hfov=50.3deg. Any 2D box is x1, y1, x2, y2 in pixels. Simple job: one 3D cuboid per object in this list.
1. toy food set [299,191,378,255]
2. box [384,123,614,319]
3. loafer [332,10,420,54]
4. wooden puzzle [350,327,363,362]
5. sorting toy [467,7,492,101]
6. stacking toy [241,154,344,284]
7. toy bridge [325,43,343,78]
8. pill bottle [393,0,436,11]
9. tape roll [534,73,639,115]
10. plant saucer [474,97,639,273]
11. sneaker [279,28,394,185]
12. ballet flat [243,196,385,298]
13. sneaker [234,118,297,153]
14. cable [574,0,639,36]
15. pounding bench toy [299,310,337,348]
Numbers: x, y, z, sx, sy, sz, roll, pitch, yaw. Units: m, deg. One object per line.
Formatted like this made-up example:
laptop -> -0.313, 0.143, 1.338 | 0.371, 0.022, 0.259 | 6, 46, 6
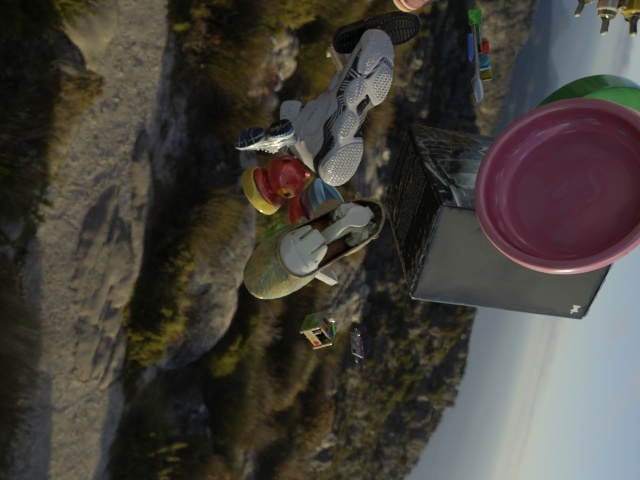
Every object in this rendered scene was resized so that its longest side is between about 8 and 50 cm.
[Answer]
toy food set -> 0.032, -0.026, 1.514 | 0.192, 0.038, 0.132 | -24, 94, -36
box -> 0.461, -0.062, 1.839 | 0.471, 0.480, 0.297 | -96, -164, -55
loafer -> 0.128, -0.506, 1.622 | 0.078, 0.220, 0.080 | -111, -168, -50
wooden puzzle -> 0.082, 0.234, 1.532 | 0.049, 0.006, 0.083 | 36, 43, -52
sorting toy -> 0.429, -0.488, 1.812 | 0.348, 0.047, 0.196 | 26, 64, -71
stacking toy -> -0.022, -0.053, 1.620 | 0.309, 0.130, 0.279 | 20, 47, -52
toy bridge -> 0.050, -0.435, 1.818 | 0.063, 0.026, 0.188 | 143, -66, -77
pill bottle -> 0.234, -0.566, 1.505 | 0.086, 0.152, 0.086 | -1, 91, -36
tape roll -> 0.599, -0.202, 1.504 | 0.077, 0.321, 0.321 | -103, -169, -55
plant saucer -> 0.449, -0.093, 1.229 | 0.084, 0.332, 0.332 | 33, 71, -52
sneaker -> 0.025, -0.329, 1.598 | 0.137, 0.210, 0.365 | 3, 111, -51
ballet flat -> 0.000, 0.000, 1.333 | 0.349, 0.123, 0.123 | -28, 132, -38
sneaker -> -0.107, -0.194, 1.351 | 0.058, 0.135, 0.052 | 52, 38, -49
cable -> 0.450, -0.456, 1.013 | 0.072, 0.140, 0.287 | -178, -76, -78
pounding bench toy -> 0.011, 0.196, 1.504 | 0.065, 0.083, 0.052 | 54, 35, -25
